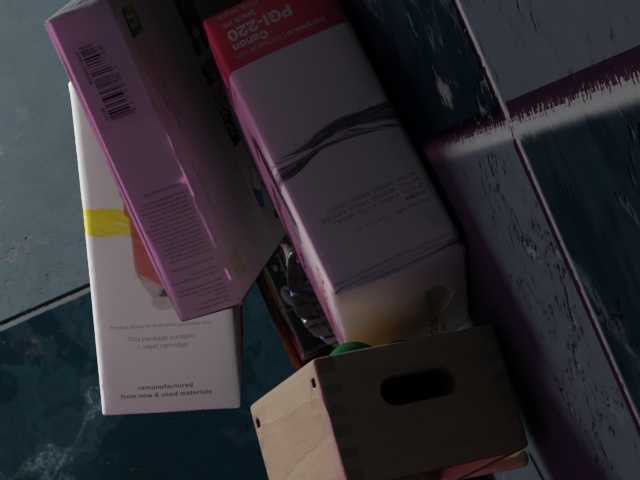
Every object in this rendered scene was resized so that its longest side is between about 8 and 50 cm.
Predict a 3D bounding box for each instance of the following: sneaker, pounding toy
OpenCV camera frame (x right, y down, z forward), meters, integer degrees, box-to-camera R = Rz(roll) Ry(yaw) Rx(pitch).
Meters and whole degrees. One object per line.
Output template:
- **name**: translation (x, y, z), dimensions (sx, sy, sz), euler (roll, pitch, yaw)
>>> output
- **sneaker**: translation (0.000, 0.000, 1.773), dimensions (0.221, 0.083, 0.087), euler (63, -156, -9)
- **pounding toy**: translation (0.051, 0.121, 1.257), dimensions (0.206, 0.181, 0.094), euler (138, 119, -63)

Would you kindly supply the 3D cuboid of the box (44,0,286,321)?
- **box**: translation (-0.082, -0.110, 1.411), dimensions (0.232, 0.058, 0.322), euler (68, -158, -16)

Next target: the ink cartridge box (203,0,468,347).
- **ink cartridge box**: translation (0.012, -0.043, 1.253), dimensions (0.218, 0.092, 0.158), euler (62, 175, 23)

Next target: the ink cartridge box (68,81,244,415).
- **ink cartridge box**: translation (-0.180, -0.027, 2.182), dimensions (0.279, 0.160, 0.385), euler (-91, -2, -75)

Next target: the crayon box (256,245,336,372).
- **crayon box**: translation (-0.022, 0.068, 2.261), dimensions (0.318, 0.081, 0.202), euler (82, 164, -75)
